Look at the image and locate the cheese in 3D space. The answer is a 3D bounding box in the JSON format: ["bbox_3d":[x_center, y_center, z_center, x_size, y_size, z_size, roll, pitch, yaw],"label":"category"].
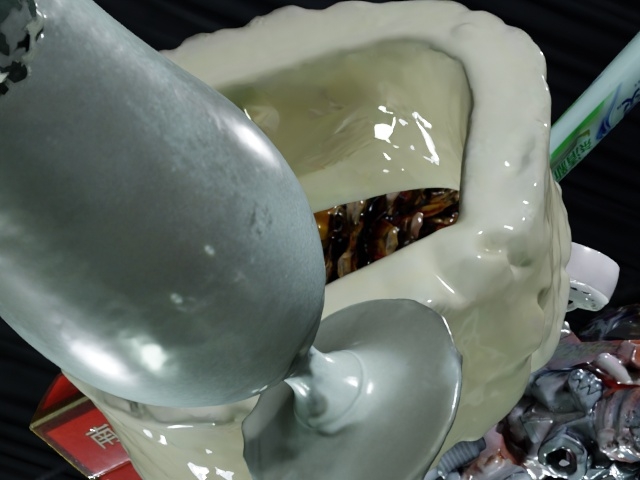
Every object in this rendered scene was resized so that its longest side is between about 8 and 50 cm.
[{"bbox_3d":[0.001,0.003,0.729,0.153,0.332,0.292,66,1,-48],"label":"cheese"}]

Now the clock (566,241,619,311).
[{"bbox_3d":[0.160,0.019,0.892,0.041,0.129,0.087,-69,154,-12],"label":"clock"}]

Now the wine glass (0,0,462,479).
[{"bbox_3d":[-0.047,0.009,0.382,0.103,0.222,0.103,-25,-137,25],"label":"wine glass"}]

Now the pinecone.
[{"bbox_3d":[0.062,0.006,1.121,0.179,0.195,0.150,61,31,-52],"label":"pinecone"}]

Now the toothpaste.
[{"bbox_3d":[0.275,-0.130,1.169,0.297,0.048,0.075,-46,149,-2],"label":"toothpaste"}]

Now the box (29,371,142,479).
[{"bbox_3d":[-0.101,0.183,0.987,0.153,0.240,0.074,-26,-153,36],"label":"box"}]

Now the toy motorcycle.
[{"bbox_3d":[0.161,0.185,0.999,0.401,0.134,0.207,-29,-163,-9],"label":"toy motorcycle"}]
